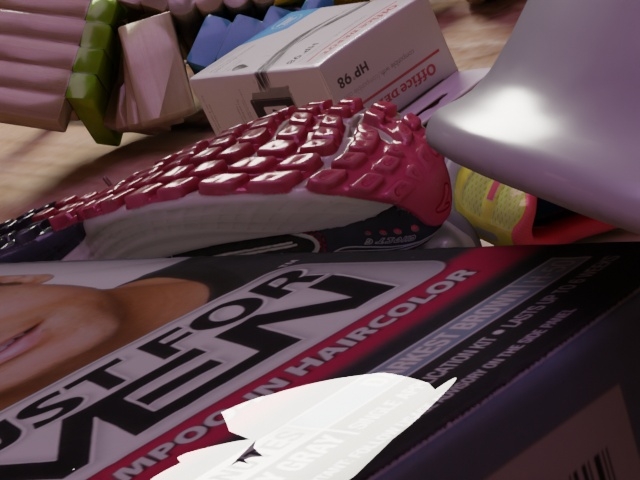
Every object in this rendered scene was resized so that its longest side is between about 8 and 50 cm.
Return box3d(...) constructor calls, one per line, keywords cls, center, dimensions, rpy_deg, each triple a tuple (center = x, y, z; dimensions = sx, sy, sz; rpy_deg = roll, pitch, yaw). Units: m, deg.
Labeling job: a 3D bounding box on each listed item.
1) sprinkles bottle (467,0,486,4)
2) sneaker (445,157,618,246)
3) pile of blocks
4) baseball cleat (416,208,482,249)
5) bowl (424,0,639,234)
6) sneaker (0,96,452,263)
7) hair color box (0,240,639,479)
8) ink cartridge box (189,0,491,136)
box3d(cls="sprinkles bottle", center=(0.243, -0.288, 1.226), dimensions=(0.355, 0.121, 0.121), rpy_deg=(-23, 20, 7))
box3d(cls="sneaker", center=(0.156, -0.051, 0.809), dimensions=(0.208, 0.081, 0.094), rpy_deg=(-33, 27, -3))
box3d(cls="pile of blocks", center=(-0.086, -0.142, 1.318), dimensions=(0.362, 0.149, 0.112), rpy_deg=(-14, -23, 4))
box3d(cls="baseball cleat", center=(0.000, 0.000, 0.862), dimensions=(0.206, 0.072, 0.109), rpy_deg=(-7, 20, 34))
box3d(cls="bowl", center=(0.185, -0.046, 0.429), dimensions=(0.298, 0.134, 0.298), rpy_deg=(15, 8, -2))
box3d(cls="sneaker", center=(-0.064, 0.021, 0.782), dimensions=(0.299, 0.112, 0.121), rpy_deg=(-20, 10, 35))
box3d(cls="hair color box", center=(-0.082, 0.086, 0.497), dimensions=(0.374, 0.113, 0.185), rpy_deg=(-3, 19, 47))
box3d(cls="ink cartridge box", center=(0.012, -0.108, 1.133), dimensions=(0.104, 0.060, 0.180), rpy_deg=(-37, 23, -31))
